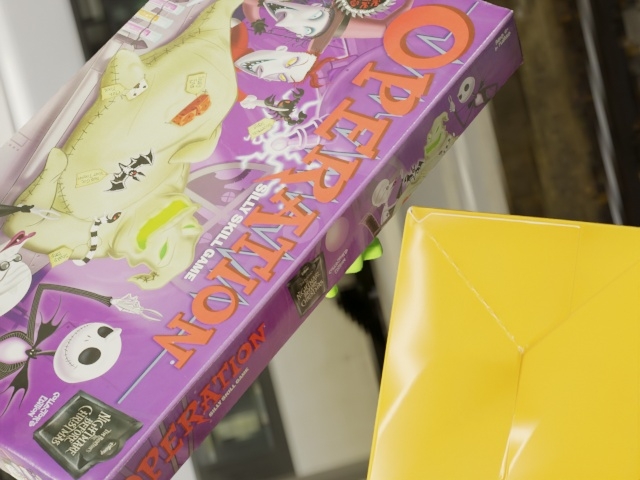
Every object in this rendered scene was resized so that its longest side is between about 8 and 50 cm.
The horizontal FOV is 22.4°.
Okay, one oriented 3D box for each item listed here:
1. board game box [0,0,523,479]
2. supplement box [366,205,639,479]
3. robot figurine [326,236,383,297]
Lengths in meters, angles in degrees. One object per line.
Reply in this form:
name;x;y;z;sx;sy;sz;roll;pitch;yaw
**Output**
board game box;-0.073;-0.026;0.857;0.208;0.347;0.056;26;153;29
supplement box;0.111;0.102;0.828;0.194;0.129;0.191;46;-129;-70
robot figurine;0.000;0.000;1.529;0.067;0.115;0.101;-102;8;-71
